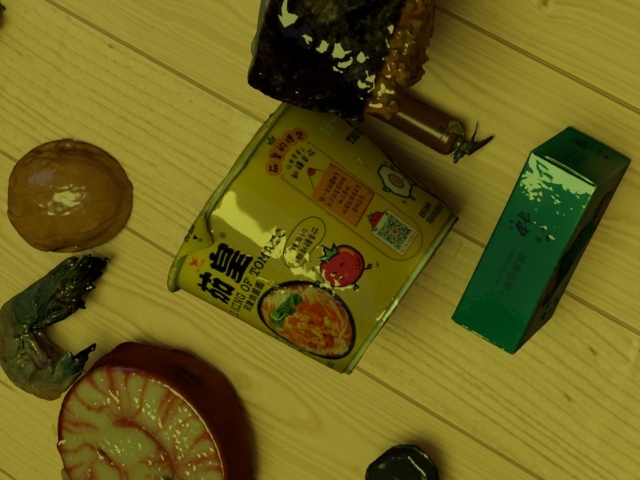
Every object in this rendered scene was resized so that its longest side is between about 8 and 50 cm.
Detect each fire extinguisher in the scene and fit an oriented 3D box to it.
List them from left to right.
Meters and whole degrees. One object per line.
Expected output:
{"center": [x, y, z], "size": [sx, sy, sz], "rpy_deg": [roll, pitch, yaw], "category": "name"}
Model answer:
{"center": [0.130, -0.153, 1.849], "size": [0.177, 0.050, 0.062], "rpy_deg": [30, 77, 15], "category": "fire extinguisher"}

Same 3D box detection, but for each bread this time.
{"center": [-0.240, 0.317, 2.128], "size": [0.295, 0.114, 0.328], "rpy_deg": [12, 108, 24], "category": "bread"}

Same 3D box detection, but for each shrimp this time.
{"center": [-0.395, 0.135, 2.155], "size": [0.289, 0.075, 0.178], "rpy_deg": [-33, 71, 31], "category": "shrimp"}

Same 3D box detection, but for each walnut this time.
{"center": [-0.380, -0.059, 2.107], "size": [0.211, 0.087, 0.167], "rpy_deg": [-10, 96, 28], "category": "walnut"}

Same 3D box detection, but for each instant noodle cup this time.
{"center": [0.000, 0.000, 1.821], "size": [0.254, 0.325, 0.325], "rpy_deg": [35, 117, 4], "category": "instant noodle cup"}

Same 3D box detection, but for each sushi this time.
{"center": [0.046, -0.284, 1.714], "size": [0.207, 0.348, 0.234], "rpy_deg": [21, 150, 3], "category": "sushi"}

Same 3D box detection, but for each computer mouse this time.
{"center": [0.111, 0.352, 1.994], "size": [0.106, 0.062, 0.192], "rpy_deg": [23, 119, 18], "category": "computer mouse"}

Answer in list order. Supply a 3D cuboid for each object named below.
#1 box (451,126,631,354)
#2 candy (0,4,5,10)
{"center": [0.266, -0.001, 1.763], "size": [0.092, 0.153, 0.245], "rpy_deg": [30, 117, 16], "category": "box"}
{"center": [-0.580, -0.317, 2.079], "size": [0.185, 0.195, 0.137], "rpy_deg": [-29, 85, 34], "category": "candy"}
